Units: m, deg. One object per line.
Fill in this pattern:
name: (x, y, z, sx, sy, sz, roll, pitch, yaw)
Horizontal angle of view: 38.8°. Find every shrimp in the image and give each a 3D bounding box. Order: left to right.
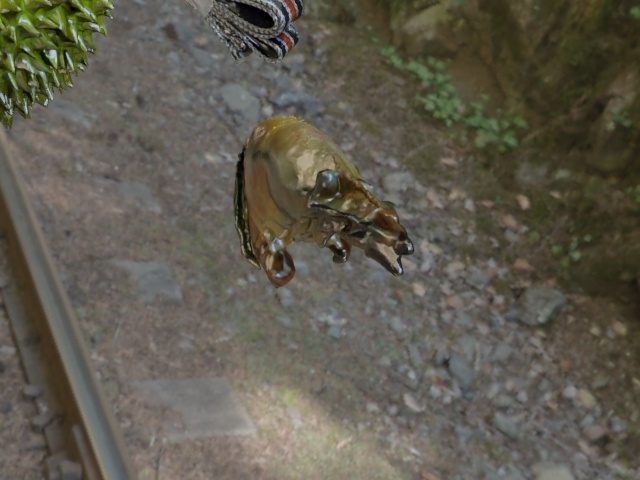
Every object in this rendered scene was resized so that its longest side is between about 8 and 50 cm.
shrimp: (0.006, -0.007, 0.578, 0.066, 0.117, 0.262, -8, 25, -19)

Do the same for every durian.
durian: (-0.325, -0.214, 0.899, 0.169, 0.352, 0.158, 56, 39, 2)

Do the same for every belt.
belt: (-0.190, -0.403, 1.400, 0.360, 0.126, 0.094, 33, 42, -2)
